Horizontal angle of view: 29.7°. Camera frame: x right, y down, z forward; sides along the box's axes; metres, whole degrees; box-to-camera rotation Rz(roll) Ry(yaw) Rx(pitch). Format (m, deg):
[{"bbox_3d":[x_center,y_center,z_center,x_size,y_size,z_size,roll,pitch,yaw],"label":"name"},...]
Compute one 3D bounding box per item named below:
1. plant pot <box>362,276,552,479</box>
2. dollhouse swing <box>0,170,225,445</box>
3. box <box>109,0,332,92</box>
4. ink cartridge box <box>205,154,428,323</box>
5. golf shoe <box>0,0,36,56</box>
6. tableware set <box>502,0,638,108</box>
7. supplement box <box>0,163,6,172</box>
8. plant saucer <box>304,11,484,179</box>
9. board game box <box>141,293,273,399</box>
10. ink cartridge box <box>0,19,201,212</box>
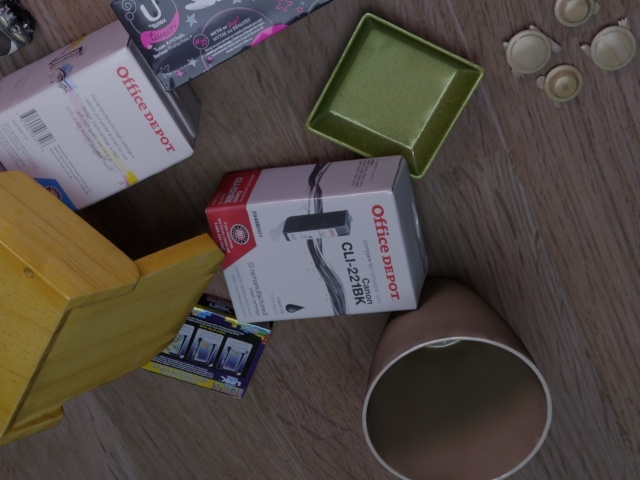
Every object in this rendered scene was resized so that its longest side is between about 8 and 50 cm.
[{"bbox_3d":[0.182,0.172,1.743,0.256,0.274,0.256,0,119,-1],"label":"plant pot"},{"bbox_3d":[-0.365,0.056,1.646,0.315,0.305,0.347,39,131,6],"label":"dollhouse swing"},{"bbox_3d":[-0.120,-0.326,1.536,0.247,0.163,0.142,-27,112,12],"label":"box"},{"bbox_3d":[0.000,0.000,1.711,0.272,0.114,0.197,-6,119,15],"label":"ink cartridge box"},{"bbox_3d":[-0.467,-0.321,1.582,0.094,0.077,0.198,-32,113,15],"label":"golf shoe"},{"bbox_3d":[0.343,-0.264,1.657,0.168,0.020,0.141,-38,114,16],"label":"tableware set"},{"bbox_3d":[-0.557,-0.059,1.662,0.220,0.111,0.114,-42,73,11],"label":"supplement box"},{"bbox_3d":[0.101,-0.203,1.671,0.188,0.045,0.188,24,115,-12],"label":"plant saucer"},{"bbox_3d":[-0.175,0.156,1.857,0.170,0.048,0.141,19,118,-10],"label":"board game box"},{"bbox_3d":[-0.300,-0.168,1.613,0.232,0.168,0.171,-24,117,12],"label":"ink cartridge box"}]
